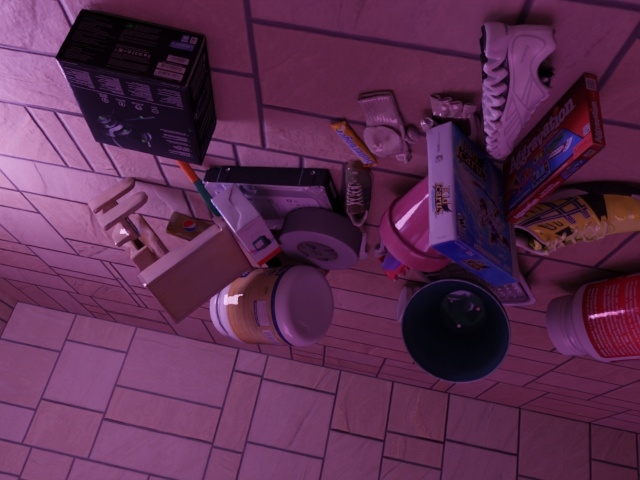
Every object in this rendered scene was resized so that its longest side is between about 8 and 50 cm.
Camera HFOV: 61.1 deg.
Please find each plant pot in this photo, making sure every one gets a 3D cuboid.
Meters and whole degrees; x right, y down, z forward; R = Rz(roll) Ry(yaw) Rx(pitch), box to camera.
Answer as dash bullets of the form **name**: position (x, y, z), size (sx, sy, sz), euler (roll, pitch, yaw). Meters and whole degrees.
- **plant pot**: position (0.393, 0.230, 1.544), size (0.289, 0.291, 0.195), euler (2, -170, 21)
- **plant pot**: position (0.262, -0.057, 1.248), size (0.201, 0.202, 0.180), euler (18, 138, -11)

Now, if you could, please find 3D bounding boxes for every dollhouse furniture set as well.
- **dollhouse furniture set**: position (-0.412, 0.016, 1.555), size (0.394, 0.256, 0.362), euler (36, 158, 49)

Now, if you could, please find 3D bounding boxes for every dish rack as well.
- **dish rack**: position (0.460, 0.104, 1.596), size (0.285, 0.073, 0.333), euler (-6, 148, 33)

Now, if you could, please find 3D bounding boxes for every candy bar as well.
- **candy bar**: position (0.076, -0.213, 1.198), size (0.040, 0.018, 0.161), euler (-6, 147, 35)

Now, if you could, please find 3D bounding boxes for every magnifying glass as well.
- **magnifying glass**: position (-0.326, -0.150, 1.463), size (0.026, 0.092, 0.231), euler (-31, 135, 1)

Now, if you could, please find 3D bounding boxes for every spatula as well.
- **spatula**: position (0.121, 0.023, 1.582), size (0.168, 0.019, 0.242), euler (-4, 159, 3)

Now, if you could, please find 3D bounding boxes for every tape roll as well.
- **tape roll**: position (0.000, 0.000, 1.451), size (0.219, 0.073, 0.219), euler (12, 154, 6)

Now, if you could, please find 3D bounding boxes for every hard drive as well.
- **hard drive**: position (-0.117, -0.106, 1.455), size (0.338, 0.064, 0.237), euler (5, 153, 18)

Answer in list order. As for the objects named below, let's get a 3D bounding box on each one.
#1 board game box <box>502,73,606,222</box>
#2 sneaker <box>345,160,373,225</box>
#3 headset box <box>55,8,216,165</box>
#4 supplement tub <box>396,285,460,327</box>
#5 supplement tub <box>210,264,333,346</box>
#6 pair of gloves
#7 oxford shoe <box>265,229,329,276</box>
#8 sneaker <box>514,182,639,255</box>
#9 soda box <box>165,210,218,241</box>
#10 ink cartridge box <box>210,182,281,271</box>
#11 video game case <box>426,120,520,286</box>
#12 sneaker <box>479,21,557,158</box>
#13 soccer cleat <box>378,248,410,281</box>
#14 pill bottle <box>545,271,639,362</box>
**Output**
- **board game box**: position (0.417, -0.157, 1.001), size (0.027, 0.145, 0.281), euler (11, 154, -6)
- **sneaker**: position (0.092, -0.105, 1.327), size (0.064, 0.086, 0.192), euler (7, 154, 12)
- **headset box**: position (-0.353, -0.293, 1.107), size (0.246, 0.131, 0.283), euler (12, 154, 1)
- **supplement tub**: position (0.367, 0.236, 1.821), size (0.199, 0.145, 0.144), euler (14, 154, -2)
- **supplement tub**: position (-0.146, 0.189, 1.571), size (0.316, 0.229, 0.228), euler (-6, 149, 38)
- **pair of gloves**: position (0.200, -0.219, 1.099), size (0.239, 0.042, 0.204), euler (5, 153, 18)
- **oxford shoe**: position (-0.106, 0.059, 1.703), size (0.122, 0.130, 0.348), euler (-13, 144, 43)
- **sneaker**: position (0.533, -0.033, 1.197), size (0.384, 0.147, 0.145), euler (0, 150, 24)
- **soda box**: position (-0.402, -0.028, 1.749), size (0.181, 0.058, 0.061), euler (21, 152, -15)
- **ink cartridge box**: position (-0.183, -0.027, 1.411), size (0.134, 0.078, 0.231), euler (49, 172, 30)
- **video game case**: position (0.304, -0.064, 1.070), size (0.061, 0.245, 0.269), euler (-17, 150, 37)
- **sneaker**: position (0.334, -0.243, 0.925), size (0.118, 0.110, 0.292), euler (-4, 151, 14)
- **soccer cleat**: position (0.234, 0.023, 1.532), size (0.095, 0.083, 0.248), euler (49, 146, 18)
- **pill bottle**: position (0.832, 0.204, 1.442), size (0.228, 0.229, 0.407), euler (27, 151, -27)
